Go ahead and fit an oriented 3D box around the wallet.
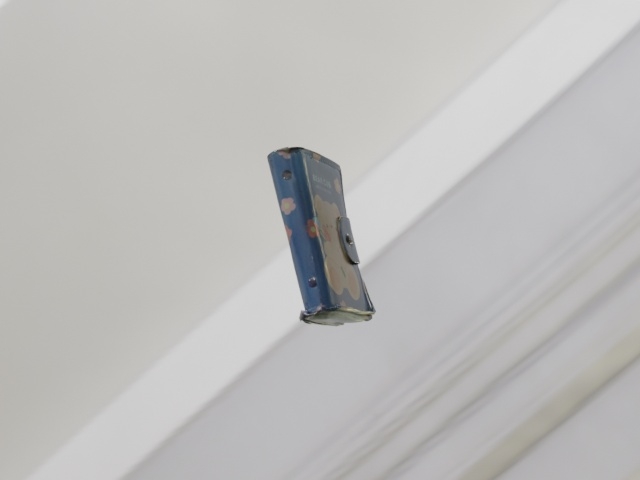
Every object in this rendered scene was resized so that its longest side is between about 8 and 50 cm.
[{"bbox_3d":[-0.001,0.001,1.590,0.059,0.202,0.141,-19,-14,22],"label":"wallet"}]
